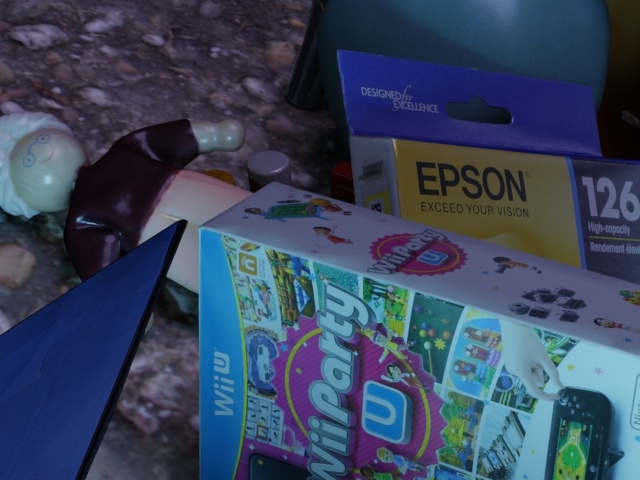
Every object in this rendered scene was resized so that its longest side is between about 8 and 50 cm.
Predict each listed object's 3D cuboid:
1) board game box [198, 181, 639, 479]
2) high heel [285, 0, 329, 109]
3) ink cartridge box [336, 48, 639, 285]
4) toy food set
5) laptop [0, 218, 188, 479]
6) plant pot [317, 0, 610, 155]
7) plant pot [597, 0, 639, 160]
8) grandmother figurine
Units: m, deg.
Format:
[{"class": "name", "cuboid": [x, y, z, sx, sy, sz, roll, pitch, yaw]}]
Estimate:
[{"class": "board game box", "cuboid": [0.072, 0.110, 0.853, 0.303, 0.224, 0.097, 16, 30, 26]}, {"class": "high heel", "cuboid": [0.094, -0.234, 1.477, 0.261, 0.186, 0.093, -8, 42, -37]}, {"class": "ink cartridge box", "cuboid": [0.161, 0.000, 1.085, 0.303, 0.072, 0.307, 1, 80, -38]}, {"class": "toy food set", "cuboid": [0.000, 0.000, 1.195, 0.232, 0.104, 0.111, 15, 42, 25]}, {"class": "laptop", "cuboid": [-0.327, 0.111, 0.685, 0.408, 0.236, 0.382, 19, 32, -3]}, {"class": "plant pot", "cuboid": [0.141, -0.119, 1.292, 0.290, 0.290, 0.195, 9, 61, -17]}, {"class": "plant pot", "cuboid": [0.364, -0.141, 1.433, 0.203, 0.291, 0.291, 20, 28, -32]}, {"class": "grandmother figurine", "cuboid": [-0.126, -0.025, 1.092, 0.342, 0.104, 0.208, 19, 52, 15]}]
